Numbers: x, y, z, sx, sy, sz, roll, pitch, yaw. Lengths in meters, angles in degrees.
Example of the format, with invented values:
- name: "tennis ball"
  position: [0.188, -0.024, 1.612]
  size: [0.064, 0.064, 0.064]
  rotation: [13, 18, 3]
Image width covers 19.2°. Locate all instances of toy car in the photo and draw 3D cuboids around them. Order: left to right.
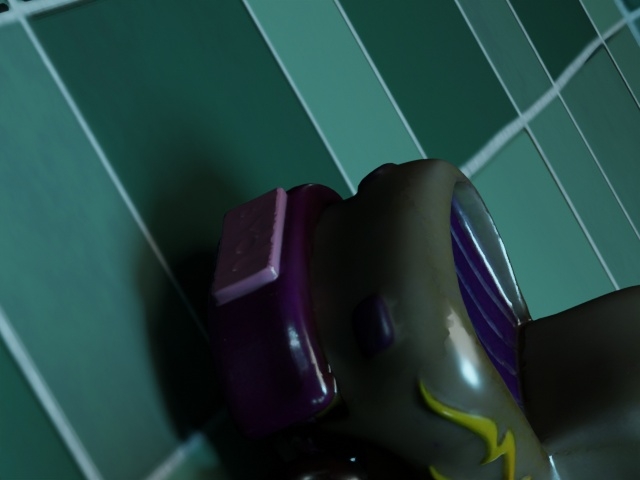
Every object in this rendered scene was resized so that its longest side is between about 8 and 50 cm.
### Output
- name: "toy car"
  position: [0.104, 0.095, 1.071]
  size: [0.340, 0.240, 0.271]
  rotation: [53, 22, -28]
